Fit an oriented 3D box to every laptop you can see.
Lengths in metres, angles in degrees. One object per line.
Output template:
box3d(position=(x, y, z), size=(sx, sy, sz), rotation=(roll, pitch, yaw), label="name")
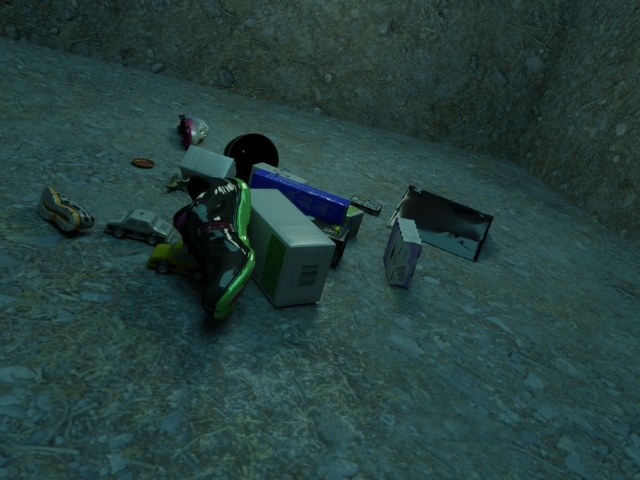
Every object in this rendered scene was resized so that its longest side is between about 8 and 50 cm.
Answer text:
box3d(position=(0.525, -0.061, 2.300), size=(0.382, 0.236, 0.408), rotation=(24, -3, 14), label="laptop")

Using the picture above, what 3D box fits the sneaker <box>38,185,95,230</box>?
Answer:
box3d(position=(-0.726, -0.085, 1.494), size=(0.215, 0.084, 0.083), rotation=(35, 17, 28), label="sneaker")

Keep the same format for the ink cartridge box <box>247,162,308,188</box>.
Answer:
box3d(position=(-0.166, -0.185, 1.964), size=(0.203, 0.148, 0.086), rotation=(24, 23, 14), label="ink cartridge box")

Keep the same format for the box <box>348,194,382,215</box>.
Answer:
box3d(position=(0.192, -0.152, 2.270), size=(0.137, 0.027, 0.094), rotation=(21, 24, 11), label="box")

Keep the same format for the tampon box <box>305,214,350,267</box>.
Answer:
box3d(position=(0.000, 0.000, 1.729), size=(0.161, 0.101, 0.120), rotation=(19, 24, 7), label="tampon box")

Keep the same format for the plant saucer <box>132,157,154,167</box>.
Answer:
box3d(position=(-0.689, -0.301, 2.044), size=(0.084, 0.013, 0.083), rotation=(13, 24, -6), label="plant saucer")

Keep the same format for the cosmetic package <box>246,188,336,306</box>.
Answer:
box3d(position=(-0.127, 0.008, 1.521), size=(0.155, 0.196, 0.365), rotation=(-3, 29, -34), label="cosmetic package")

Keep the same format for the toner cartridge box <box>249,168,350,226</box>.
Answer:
box3d(position=(-0.085, -0.115, 1.849), size=(0.348, 0.165, 0.075), rotation=(21, 25, 9), label="toner cartridge box")

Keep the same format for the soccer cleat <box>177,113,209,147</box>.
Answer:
box3d(position=(-0.577, -0.514, 2.446), size=(0.143, 0.116, 0.331), rotation=(5, 26, -24), label="soccer cleat")

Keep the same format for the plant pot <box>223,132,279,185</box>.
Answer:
box3d(position=(-0.316, -0.344, 2.181), size=(0.215, 0.215, 0.230), rotation=(2, 12, -29), label="plant pot")

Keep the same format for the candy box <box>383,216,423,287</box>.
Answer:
box3d(position=(0.271, 0.037, 1.746), size=(0.070, 0.164, 0.196), rotation=(12, 25, -5), label="candy box")

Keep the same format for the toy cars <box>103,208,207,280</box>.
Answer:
box3d(position=(-0.445, -0.008, 1.481), size=(0.394, 0.087, 0.176), rotation=(31, 28, 29), label="toy cars")

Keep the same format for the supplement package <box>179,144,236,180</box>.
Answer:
box3d(position=(-0.423, -0.268, 1.986), size=(0.179, 0.105, 0.105), rotation=(19, 65, 5), label="supplement package")

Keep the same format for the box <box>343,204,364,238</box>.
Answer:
box3d(position=(0.040, -0.093, 1.953), size=(0.203, 0.103, 0.114), rotation=(29, 26, 25), label="box")

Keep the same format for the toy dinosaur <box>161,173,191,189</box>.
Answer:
box3d(position=(-0.522, -0.204, 1.919), size=(0.093, 0.053, 0.183), rotation=(-2, 19, -4), label="toy dinosaur")

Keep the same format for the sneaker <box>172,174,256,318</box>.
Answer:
box3d(position=(-0.286, 0.006, 1.355), size=(0.202, 0.185, 0.482), rotation=(15, 37, -24), label="sneaker")
